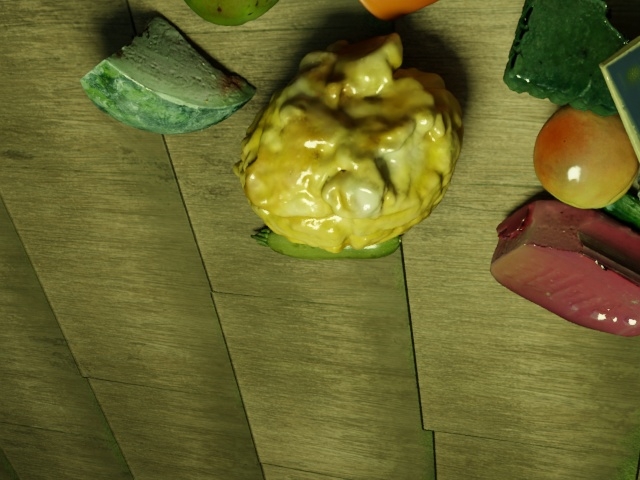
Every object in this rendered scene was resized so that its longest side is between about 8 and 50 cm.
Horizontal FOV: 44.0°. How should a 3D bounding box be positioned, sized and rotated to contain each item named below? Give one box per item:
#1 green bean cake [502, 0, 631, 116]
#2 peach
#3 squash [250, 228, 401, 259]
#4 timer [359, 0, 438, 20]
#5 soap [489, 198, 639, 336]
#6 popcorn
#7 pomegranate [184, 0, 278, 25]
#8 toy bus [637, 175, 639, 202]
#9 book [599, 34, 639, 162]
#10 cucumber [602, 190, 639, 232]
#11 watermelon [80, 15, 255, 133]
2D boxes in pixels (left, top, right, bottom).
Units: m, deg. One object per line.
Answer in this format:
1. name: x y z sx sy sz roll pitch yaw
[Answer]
1. green bean cake: 0.394 -0.297 1.194 0.208 0.107 0.193 18 87 6
2. peach: 0.435 -0.143 1.297 0.184 0.184 0.184 11 130 14
3. squash: 0.000 0.000 1.645 0.341 0.094 0.094 2 127 21
4. timer: 0.144 -0.468 1.204 0.257 0.161 0.250 -16 134 31
5. soap: 0.477 0.048 1.439 0.325 0.127 0.220 30 146 -1
6. popcorn: 0.051 -0.140 1.345 0.354 0.344 0.390 24 146 -19
7. pomegranate: -0.140 -0.458 1.290 0.190 0.159 0.241 38 126 -11
8. toy bus: 0.573 -0.113 1.348 0.058 0.052 0.102 3 130 17
9. book: 0.575 -0.247 1.144 0.322 0.018 0.228 -33 115 0
10. cucumber: 0.555 -0.050 1.406 0.250 0.056 0.056 33 132 -6
11. watermelon: -0.303 -0.308 1.515 0.320 0.213 0.289 0 177 -25
